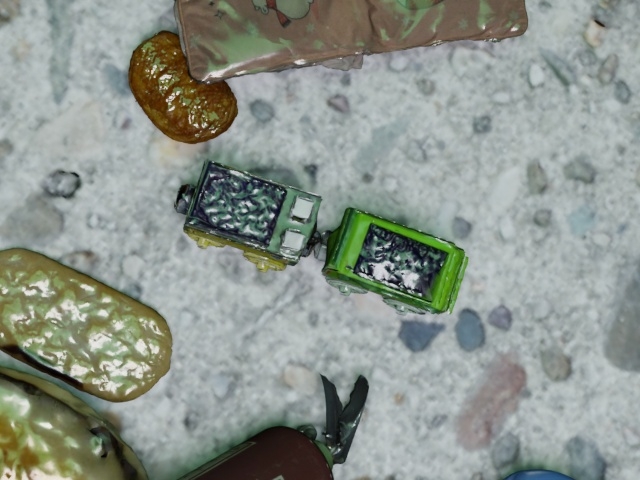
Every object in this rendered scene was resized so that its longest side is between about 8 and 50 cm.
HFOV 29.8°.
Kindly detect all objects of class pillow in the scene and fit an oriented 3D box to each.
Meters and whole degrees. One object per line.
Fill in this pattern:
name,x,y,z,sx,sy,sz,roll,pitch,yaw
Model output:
pillow,0.017,-0.186,0.844,0.248,0.049,0.135,-11,84,-15

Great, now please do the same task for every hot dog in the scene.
hot dog,-0.096,-0.103,0.829,0.058,0.035,0.083,-41,89,-11

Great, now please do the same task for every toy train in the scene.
toy train,0.000,0.000,0.804,0.202,0.081,0.060,19,81,-4

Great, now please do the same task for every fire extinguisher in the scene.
fire extinguisher,-0.050,0.155,0.746,0.231,0.071,0.099,-25,128,-40

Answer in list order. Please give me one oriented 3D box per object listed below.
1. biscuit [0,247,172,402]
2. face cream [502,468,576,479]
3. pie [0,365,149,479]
biscuit,-0.169,0.057,0.806,0.147,0.018,0.071,26,77,-2
face cream,0.205,0.272,0.792,0.264,0.083,0.149,37,82,-2
pie,-0.245,0.240,0.741,0.339,0.077,0.339,1,82,-9
